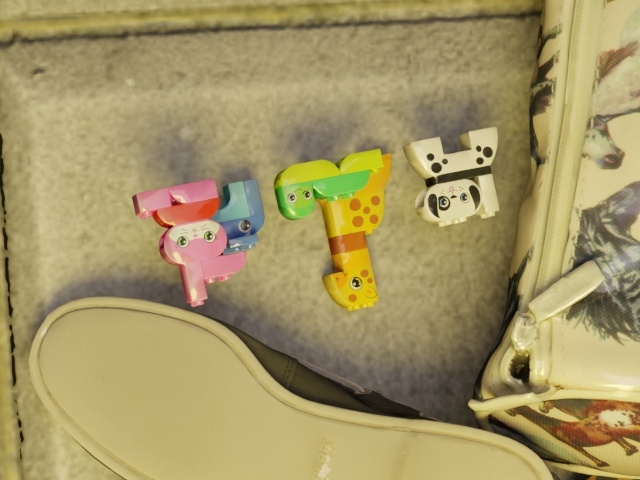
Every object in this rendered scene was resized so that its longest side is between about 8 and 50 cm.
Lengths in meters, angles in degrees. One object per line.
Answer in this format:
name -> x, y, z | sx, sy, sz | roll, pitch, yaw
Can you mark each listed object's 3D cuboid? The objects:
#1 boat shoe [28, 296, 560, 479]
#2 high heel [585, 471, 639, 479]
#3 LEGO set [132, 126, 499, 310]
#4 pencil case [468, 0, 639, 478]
boat shoe -> -0.016, 0.126, 1.003 | 0.335, 0.095, 0.112 | 18, 75, 17
high heel -> 0.108, 0.196, 1.049 | 0.261, 0.093, 0.186 | 3, 59, 5
LEGO set -> 0.000, 0.000, 1.038 | 0.227, 0.087, 0.093 | -12, 88, -16
pencil case -> 0.188, -0.070, 1.005 | 0.160, 0.183, 0.410 | -3, 71, 33
